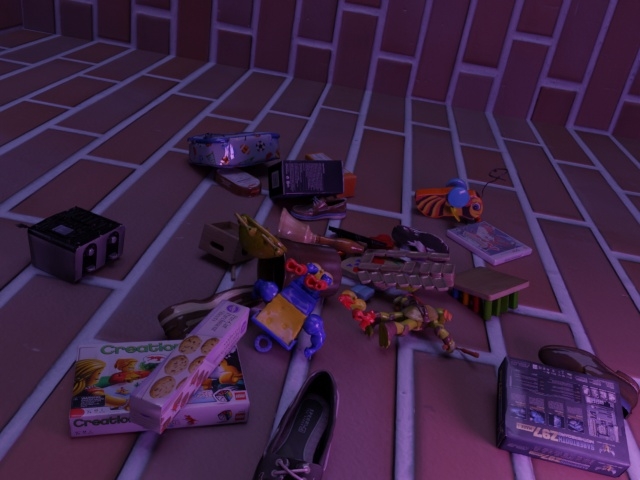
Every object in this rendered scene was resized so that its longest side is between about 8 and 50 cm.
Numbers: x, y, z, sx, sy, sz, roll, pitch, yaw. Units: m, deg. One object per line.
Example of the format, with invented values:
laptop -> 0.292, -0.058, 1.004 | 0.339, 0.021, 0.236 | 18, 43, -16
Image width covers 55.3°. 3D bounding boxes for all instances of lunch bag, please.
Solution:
lunch bag -> -0.308, -0.321, 2.122 | 0.303, 0.115, 0.243 | -9, 15, -34

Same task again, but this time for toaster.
toaster -> -0.593, 0.004, 1.470 | 0.185, 0.110, 0.168 | 20, 29, 17

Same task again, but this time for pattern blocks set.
pattern blocks set -> 0.149, 0.072, 1.653 | 0.324, 0.026, 0.285 | -17, 33, -37

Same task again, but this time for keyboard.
keyboard -> 0.092, -0.004, 1.745 | 0.100, 0.038, 0.192 | 14, 3, -42

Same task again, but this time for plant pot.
plant pot -> -0.046, 0.072, 1.474 | 0.165, 0.167, 0.167 | 2, 28, -28

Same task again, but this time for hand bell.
hand bell -> 0.000, 0.000, 1.669 | 0.242, 0.126, 0.126 | 14, 28, -3

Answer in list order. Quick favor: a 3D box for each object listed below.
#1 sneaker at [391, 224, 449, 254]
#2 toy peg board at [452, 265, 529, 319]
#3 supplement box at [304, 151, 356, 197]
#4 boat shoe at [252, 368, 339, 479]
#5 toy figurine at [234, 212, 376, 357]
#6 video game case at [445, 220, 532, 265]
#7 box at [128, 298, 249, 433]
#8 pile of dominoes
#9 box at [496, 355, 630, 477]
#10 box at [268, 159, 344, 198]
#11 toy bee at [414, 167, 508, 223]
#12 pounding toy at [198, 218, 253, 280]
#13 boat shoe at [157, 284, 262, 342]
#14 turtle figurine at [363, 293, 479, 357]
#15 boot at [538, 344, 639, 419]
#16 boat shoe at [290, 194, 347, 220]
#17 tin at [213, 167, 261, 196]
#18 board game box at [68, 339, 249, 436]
sneaker -> 0.304, -0.002, 1.808 | 0.178, 0.072, 0.077 | 31, 18, 21
toy peg board -> 0.427, 0.139, 1.596 | 0.161, 0.079, 0.160 | -13, 20, -35
supplement box -> 0.030, -0.232, 2.134 | 0.080, 0.078, 0.233 | -11, 34, -28
boat shoe -> -0.039, 0.345, 1.026 | 0.112, 0.096, 0.335 | 13, 28, 7
toy figurine -> -0.091, 0.131, 1.274 | 0.362, 0.217, 0.191 | 38, 5, 5
video game case -> 0.525, 0.004, 1.908 | 0.183, 0.023, 0.201 | -12, 35, -35
box -> -0.230, 0.218, 1.121 | 0.067, 0.063, 0.324 | 19, 29, 14
pile of dominoes -> 0.220, 0.086, 1.589 | 0.251, 0.040, 0.196 | 3, 26, 17
box -> 0.464, 0.338, 1.188 | 0.232, 0.059, 0.183 | 12, 45, 5
box -> -0.047, -0.193, 1.945 | 0.207, 0.108, 0.153 | -3, -1, -21
toy bee -> 0.469, -0.116, 2.015 | 0.298, 0.162, 0.195 | -3, 28, 32
pounding toy -> -0.232, 0.021, 1.587 | 0.141, 0.100, 0.130 | 25, 17, 22
boat shoe -> -0.224, 0.171, 1.326 | 0.257, 0.095, 0.095 | -14, 70, -41
turtle figurine -> 0.222, 0.190, 1.404 | 0.217, 0.087, 0.269 | -7, 32, -28
boot -> 0.572, 0.301, 1.314 | 0.219, 0.082, 0.106 | 23, 28, 20
boat shoe -> -0.005, -0.106, 1.901 | 0.183, 0.066, 0.066 | -4, 31, -24
tin -> -0.274, -0.197, 2.022 | 0.189, 0.040, 0.106 | 31, 39, 34
board game box -> -0.297, 0.265, 1.139 | 0.305, 0.053, 0.193 | 0, 29, -17
